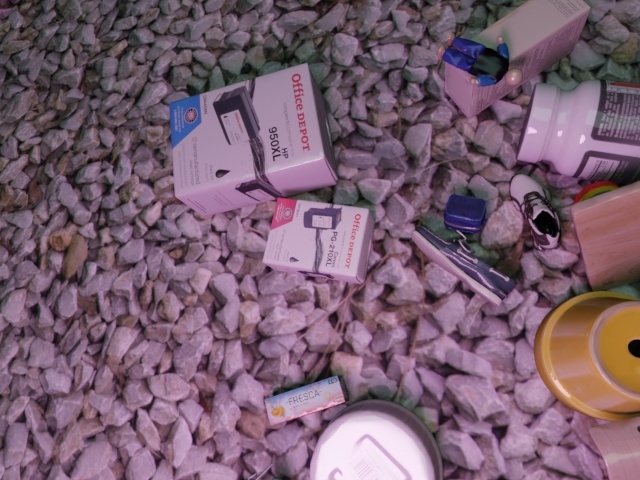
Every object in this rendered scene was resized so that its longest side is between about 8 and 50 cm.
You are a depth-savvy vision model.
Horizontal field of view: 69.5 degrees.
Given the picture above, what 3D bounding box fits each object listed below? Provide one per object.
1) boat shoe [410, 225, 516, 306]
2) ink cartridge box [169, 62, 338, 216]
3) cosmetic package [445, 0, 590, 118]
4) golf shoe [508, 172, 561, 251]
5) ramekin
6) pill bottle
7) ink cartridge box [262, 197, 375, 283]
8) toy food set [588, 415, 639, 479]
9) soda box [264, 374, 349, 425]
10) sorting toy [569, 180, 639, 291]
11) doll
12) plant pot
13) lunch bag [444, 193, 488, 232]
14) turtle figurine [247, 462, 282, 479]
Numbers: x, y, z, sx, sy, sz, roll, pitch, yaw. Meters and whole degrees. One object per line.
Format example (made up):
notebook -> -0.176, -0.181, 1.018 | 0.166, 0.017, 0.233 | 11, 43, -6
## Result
boat shoe -> 0.320, 0.041, 1.043 | 0.254, 0.095, 0.079 | 40, 88, 20
ink cartridge box -> -0.176, -0.258, 1.219 | 0.395, 0.166, 0.285 | -13, 72, 10
cosmetic package -> 0.464, -0.454, 1.118 | 0.309, 0.160, 0.113 | -32, 69, 2
golf shoe -> 0.489, -0.076, 1.036 | 0.077, 0.094, 0.198 | -22, 69, 9
ramekin -> 0.110, 0.475, 0.948 | 0.277, 0.135, 0.277 | -4, 73, 13
pill bottle -> 0.629, -0.227, 0.981 | 0.363, 0.210, 0.210 | 14, 78, 17
ink cartridge box -> 0.000, 0.000, 1.133 | 0.237, 0.100, 0.172 | 8, 77, 17
toy food set -> 0.616, 0.446, 0.807 | 0.220, 0.092, 0.306 | -16, 101, 9
soda box -> -0.031, 0.366, 1.057 | 0.183, 0.058, 0.063 | -20, 70, 7
sorting toy -> 0.633, -0.042, 0.898 | 0.257, 0.255, 0.089 | -22, 39, 21
doll -> 0.360, -0.398, 1.019 | 0.189, 0.046, 0.129 | 37, 87, 20
plant pot -> 0.554, 0.208, 0.858 | 0.254, 0.239, 0.254 | -4, 72, 14
lunch bag -> 0.342, -0.060, 1.084 | 0.098, 0.065, 0.067 | 15, 63, 19
turtle figurine -> -0.116, 0.587, 0.990 | 0.175, 0.118, 0.234 | 22, 86, 19
